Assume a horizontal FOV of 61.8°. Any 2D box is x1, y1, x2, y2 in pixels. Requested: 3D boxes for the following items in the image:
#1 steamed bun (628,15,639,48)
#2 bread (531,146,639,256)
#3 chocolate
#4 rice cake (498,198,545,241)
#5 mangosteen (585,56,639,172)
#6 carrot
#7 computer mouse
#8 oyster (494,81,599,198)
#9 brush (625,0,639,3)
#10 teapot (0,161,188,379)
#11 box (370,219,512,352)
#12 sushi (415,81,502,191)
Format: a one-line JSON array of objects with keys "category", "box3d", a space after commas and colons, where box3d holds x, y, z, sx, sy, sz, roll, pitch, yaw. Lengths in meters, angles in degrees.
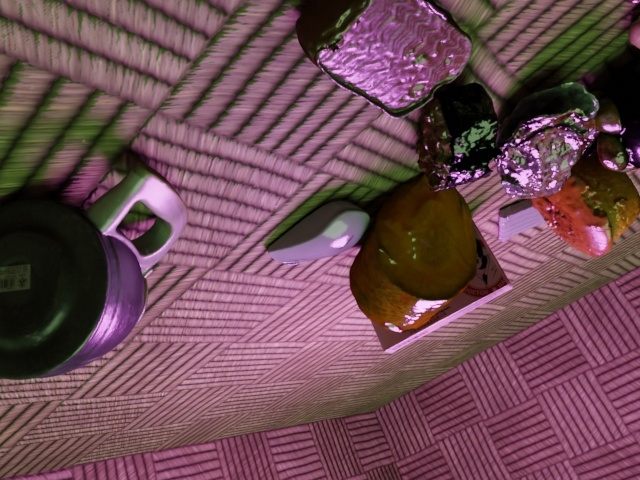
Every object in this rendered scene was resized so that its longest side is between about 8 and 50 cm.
[{"category": "steamed bun", "box3d": [0.610, -0.360, 0.805, 0.231, 0.110, 0.212, -34, 180, 24]}, {"category": "bread", "box3d": [0.582, -0.096, 1.204, 0.145, 0.268, 0.268, -35, 153, 0]}, {"category": "chocolate", "box3d": [0.085, -0.256, 0.676, 0.148, 0.093, 0.214, -37, 149, 28]}, {"category": "rice cake", "box3d": [0.576, -0.071, 1.459, 0.198, 0.037, 0.189, -26, 153, 6]}, {"category": "mangosteen", "box3d": [0.618, -0.234, 1.009, 0.243, 0.243, 0.243, -18, 153, -10]}, {"category": "carrot", "box3d": [0.202, 0.047, 1.164, 0.241, 0.241, 0.341, -11, 152, -23]}, {"category": "computer mouse", "box3d": [0.000, 0.000, 1.103, 0.231, 0.079, 0.128, -36, 149, 30]}, {"category": "oyster", "box3d": [0.426, -0.176, 1.062, 0.158, 0.162, 0.351, -62, 166, -13]}, {"category": "brush", "box3d": [0.567, -0.442, 0.750, 0.312, 0.072, 0.067, -28, 139, 8]}, {"category": "teapot", "box3d": [-0.358, 0.036, 0.801, 0.239, 0.322, 0.239, 15, 174, 11]}, {"category": "box", "box3d": [0.275, 0.112, 1.363, 0.353, 0.214, 0.069, -32, 151, 18]}, {"category": "sushi", "box3d": [0.231, -0.158, 0.912, 0.115, 0.147, 0.212, -22, 157, -3]}]
